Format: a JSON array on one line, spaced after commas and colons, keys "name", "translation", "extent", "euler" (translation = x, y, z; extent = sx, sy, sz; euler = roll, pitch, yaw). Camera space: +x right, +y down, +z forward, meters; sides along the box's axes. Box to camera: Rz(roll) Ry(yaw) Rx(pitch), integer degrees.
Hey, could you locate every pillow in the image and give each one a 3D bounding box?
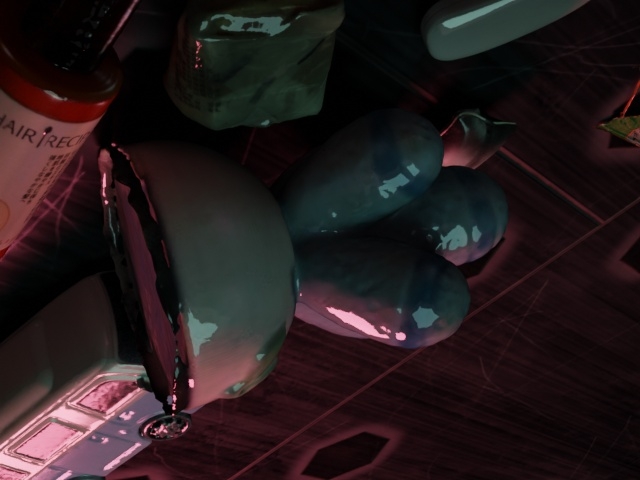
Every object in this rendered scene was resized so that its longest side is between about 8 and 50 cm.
[{"name": "pillow", "translation": [0.114, -0.078, 1.232], "extent": [0.136, 0.055, 0.091], "euler": [-39, 177, 29]}]

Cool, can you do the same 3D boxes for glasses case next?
[{"name": "glasses case", "translation": [0.161, -0.198, 1.099], "extent": [0.164, 0.041, 0.063], "euler": [-25, 150, 0]}]

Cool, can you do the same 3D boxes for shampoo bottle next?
[{"name": "shampoo bottle", "translation": [-0.212, -0.099, 0.940], "extent": [0.104, 0.104, 0.278], "euler": [7, 136, -41]}]

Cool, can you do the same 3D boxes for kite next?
[{"name": "kite", "translation": [0.366, -0.157, 1.332], "extent": [0.198, 0.006, 0.244], "euler": [-17, 148, -11]}]

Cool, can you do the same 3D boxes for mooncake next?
[{"name": "mooncake", "translation": [-0.053, -0.150, 0.998], "extent": [0.130, 0.073, 0.125], "euler": [-12, 145, -23]}]

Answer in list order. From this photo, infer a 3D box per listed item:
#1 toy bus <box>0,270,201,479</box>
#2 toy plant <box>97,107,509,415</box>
[{"name": "toy bus", "translation": [-0.232, 0.141, 1.262], "extent": [0.271, 0.133, 0.165], "euler": [-37, 142, 25]}, {"name": "toy plant", "translation": [0.000, 0.000, 1.107], "extent": [0.332, 0.247, 0.247], "euler": [-13, 147, -15]}]
